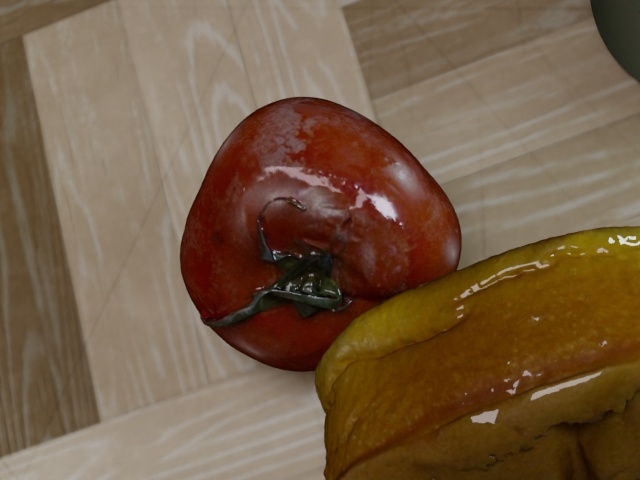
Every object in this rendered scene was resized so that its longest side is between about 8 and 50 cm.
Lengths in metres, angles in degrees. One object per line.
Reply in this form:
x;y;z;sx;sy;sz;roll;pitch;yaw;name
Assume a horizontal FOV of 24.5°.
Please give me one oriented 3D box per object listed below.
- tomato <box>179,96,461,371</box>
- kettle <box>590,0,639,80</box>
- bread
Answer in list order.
0.000;0.000;0.962;0.187;0.151;0.187;3;111;7;tomato
0.264;-0.258;0.884;0.205;0.318;0.265;40;86;27;kettle
0.123;0.100;0.858;0.270;0.195;0.142;-21;58;13;bread
